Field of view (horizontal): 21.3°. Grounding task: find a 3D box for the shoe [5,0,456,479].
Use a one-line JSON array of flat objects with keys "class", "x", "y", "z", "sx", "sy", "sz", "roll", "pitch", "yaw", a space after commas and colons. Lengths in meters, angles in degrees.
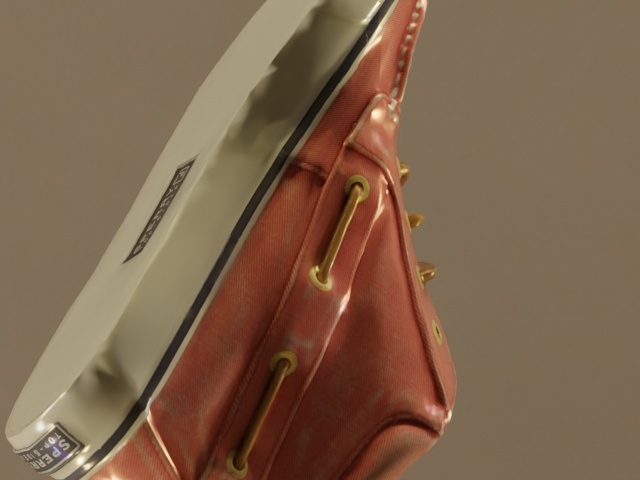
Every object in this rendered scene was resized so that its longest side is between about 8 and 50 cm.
[{"class": "shoe", "x": 0.000, "y": 0.000, "z": 0.422, "sx": 0.081, "sy": 0.063, "sz": 0.178, "roll": 38, "pitch": -120, "yaw": -16}]
